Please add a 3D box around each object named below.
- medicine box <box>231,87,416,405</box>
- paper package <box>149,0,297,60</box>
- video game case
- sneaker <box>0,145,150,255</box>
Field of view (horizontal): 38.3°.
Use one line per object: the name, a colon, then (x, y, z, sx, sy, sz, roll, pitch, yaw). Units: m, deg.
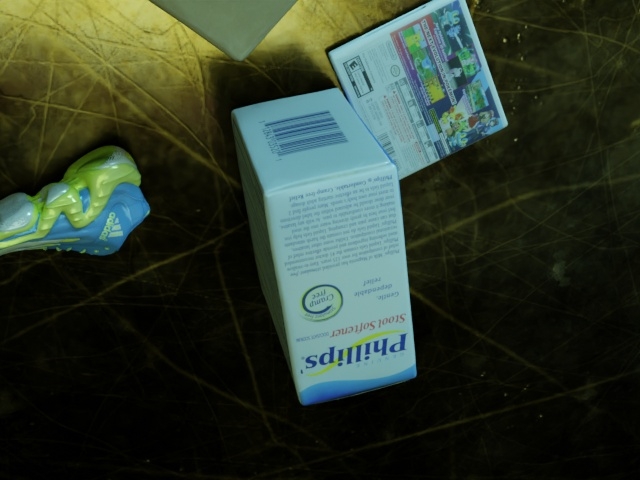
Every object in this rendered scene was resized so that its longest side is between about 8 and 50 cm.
medicine box: (0.000, 0.000, 1.122, 0.149, 0.263, 0.289, -13, 119, -7)
paper package: (-0.096, -0.393, 0.894, 0.325, 0.168, 0.309, -46, 141, 13)
video game case: (0.130, -0.194, 1.195, 0.183, 0.023, 0.201, -26, 119, 0)
sneaker: (-0.317, -0.011, 1.136, 0.240, 0.091, 0.126, -29, 121, 0)
